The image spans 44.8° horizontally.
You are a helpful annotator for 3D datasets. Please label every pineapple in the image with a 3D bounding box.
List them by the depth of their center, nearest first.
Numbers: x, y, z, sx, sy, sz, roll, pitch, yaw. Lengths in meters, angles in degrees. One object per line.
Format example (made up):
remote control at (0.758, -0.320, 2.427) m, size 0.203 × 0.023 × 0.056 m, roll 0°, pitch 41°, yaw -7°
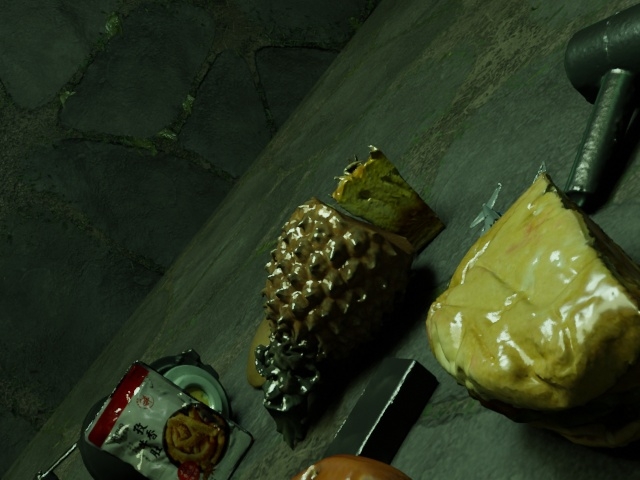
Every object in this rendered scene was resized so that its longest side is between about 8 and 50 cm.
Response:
pineapple at (-0.008, 0.129, 1.179) m, size 0.357 × 0.223 × 0.223 m, roll -66°, pitch 15°, yaw 4°
pineapple at (0.123, -0.061, 1.321) m, size 0.114 × 0.236 × 0.186 m, roll -47°, pitch 54°, yaw 11°

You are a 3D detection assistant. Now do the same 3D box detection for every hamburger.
hamburger at (0.210, 0.081, 0.725) m, size 0.209 × 0.162 × 0.330 m, roll -47°, pitch 18°, yaw 18°

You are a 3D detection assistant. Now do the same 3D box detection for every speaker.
speaker at (0.059, 0.247, 0.959) m, size 0.218 × 0.044 × 0.082 m, roll -55°, pitch 17°, yaw -20°

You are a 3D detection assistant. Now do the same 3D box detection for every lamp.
lamp at (-0.298, 0.342, 1.397) m, size 0.374 × 0.205 × 0.272 m, roll -46°, pitch 7°, yaw -33°

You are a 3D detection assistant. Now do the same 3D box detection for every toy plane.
toy plane at (0.239, 0.005, 1.016) m, size 0.226 × 0.058 × 0.226 m, roll -59°, pitch 9°, yaw 27°

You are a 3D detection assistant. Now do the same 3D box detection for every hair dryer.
hair dryer at (0.400, -0.173, 0.957) m, size 0.244 × 0.116 × 0.302 m, roll -13°, pitch 50°, yaw 65°

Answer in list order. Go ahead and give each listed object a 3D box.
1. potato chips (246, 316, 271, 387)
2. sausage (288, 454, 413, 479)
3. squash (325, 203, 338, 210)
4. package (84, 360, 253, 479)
potato chips at (-0.088, 0.185, 1.479) m, size 0.195 × 0.062 × 0.208 m, roll -40°, pitch 20°, yaw 36°
sausage at (-0.004, 0.323, 0.771) m, size 0.268 × 0.141 × 0.153 m, roll -43°, pitch 16°, yaw 23°
squash at (0.000, 0.000, 1.653) m, size 0.083 × 0.083 × 0.250 m, roll -41°, pitch 21°, yaw 27°
package at (-0.243, 0.320, 1.257) m, size 0.154 × 0.239 × 0.030 m, roll -57°, pitch 1°, yaw -26°
